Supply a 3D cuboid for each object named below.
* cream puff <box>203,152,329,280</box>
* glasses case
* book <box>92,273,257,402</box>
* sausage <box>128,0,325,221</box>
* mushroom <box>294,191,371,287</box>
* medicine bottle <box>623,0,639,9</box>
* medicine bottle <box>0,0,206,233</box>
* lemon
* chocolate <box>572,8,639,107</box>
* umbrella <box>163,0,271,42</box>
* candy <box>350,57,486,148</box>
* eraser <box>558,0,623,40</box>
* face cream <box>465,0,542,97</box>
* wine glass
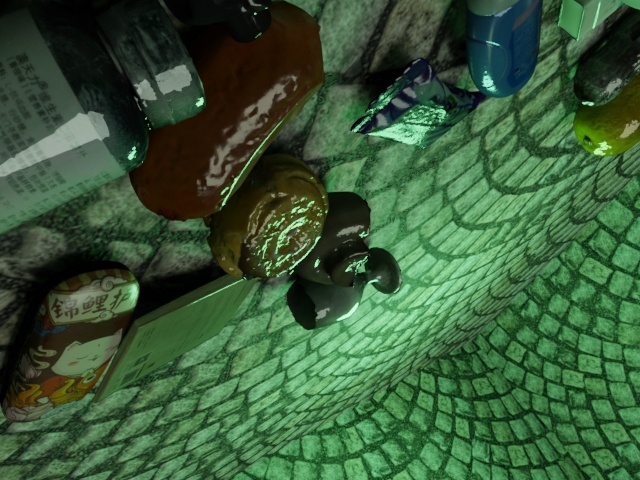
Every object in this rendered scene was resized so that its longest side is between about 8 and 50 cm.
[{"bbox_3d":[-0.078,-0.035,0.734,0.189,0.129,0.189,-30,145,-23],"label":"cream puff"},{"bbox_3d":[-0.353,0.148,0.738,0.122,0.082,0.321,-4,139,-48],"label":"glasses case"},{"bbox_3d":[-0.228,0.147,0.885,0.215,0.025,0.283,-53,165,31],"label":"book"},{"bbox_3d":[-0.101,-0.131,0.544,0.258,0.133,0.133,-48,153,15],"label":"sausage"},{"bbox_3d":[0.000,0.000,0.891,0.117,0.141,0.188,1,137,-21],"label":"mushroom"},{"bbox_3d":[0.395,-0.405,0.643,0.332,0.190,0.190,-11,144,-45],"label":"medicine bottle"},{"bbox_3d":[-0.240,-0.087,0.409,0.293,0.141,0.141,-28,153,-12],"label":"medicine bottle"},{"bbox_3d":[0.692,-0.298,1.236,0.207,0.170,0.170,-49,153,10],"label":"lemon"},{"bbox_3d":[0.620,-0.377,1.077,0.248,0.110,0.110,-43,154,20],"label":"chocolate"},{"bbox_3d":[-0.110,-0.246,0.355,0.110,0.122,0.272,-57,147,-9],"label":"umbrella"},{"bbox_3d":[0.163,-0.204,0.833,0.145,0.070,0.275,-44,159,29],"label":"candy"},{"bbox_3d":[0.503,-0.443,0.879,0.225,0.052,0.095,-40,157,4],"label":"eraser"},{"bbox_3d":[0.253,-0.312,0.731,0.149,0.083,0.264,-55,152,-8],"label":"face cream"},{"bbox_3d":[0.052,0.101,1.130,0.241,0.126,0.126,-21,150,-36],"label":"wine glass"}]
